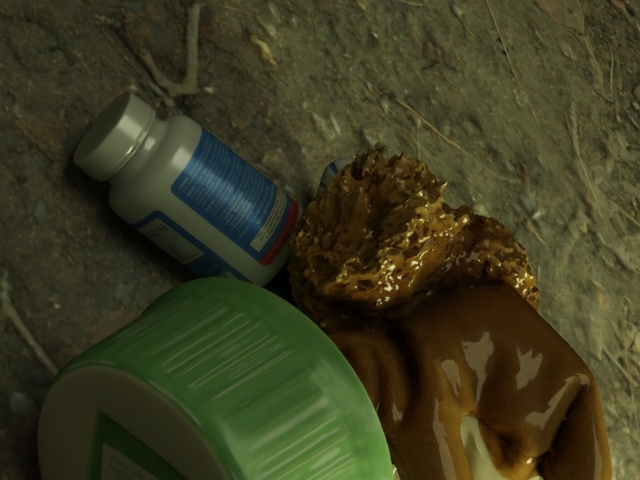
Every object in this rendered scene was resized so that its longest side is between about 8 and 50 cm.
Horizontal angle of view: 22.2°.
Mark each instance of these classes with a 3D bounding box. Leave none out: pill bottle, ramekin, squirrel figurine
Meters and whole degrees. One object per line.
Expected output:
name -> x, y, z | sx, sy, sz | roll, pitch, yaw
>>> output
pill bottle -> -0.134, -0.049, 1.643 | 0.221, 0.124, 0.124 | 39, 42, -21
ramekin -> -0.100, 0.196, 1.379 | 0.148, 0.303, 0.303 | -28, 85, -44
squirrel figurine -> 0.049, 0.118, 1.609 | 0.371, 0.281, 0.396 | 7, 72, -26

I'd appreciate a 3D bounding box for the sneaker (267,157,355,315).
sneaker -> 0.000, 0.000, 1.773 | 0.126, 0.091, 0.240 | 21, 51, -34
